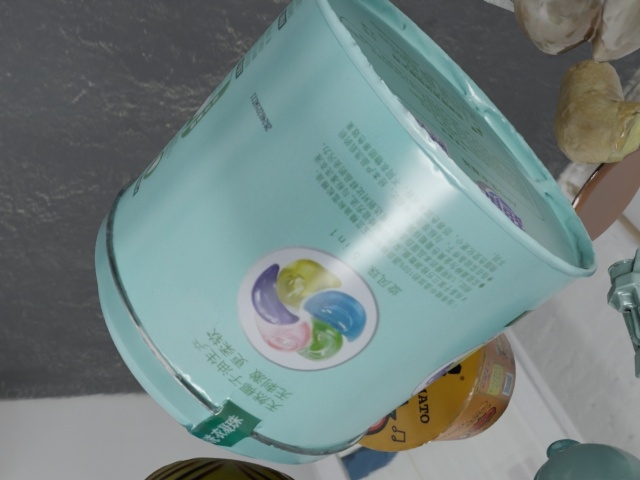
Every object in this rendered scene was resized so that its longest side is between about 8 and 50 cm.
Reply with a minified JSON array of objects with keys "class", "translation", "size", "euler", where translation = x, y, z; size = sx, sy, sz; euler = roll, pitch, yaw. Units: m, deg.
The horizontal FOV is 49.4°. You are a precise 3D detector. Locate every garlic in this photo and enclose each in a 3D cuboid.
[{"class":"garlic","translation":[0.294,-0.350,0.773],"size":[0.132,0.279,0.325],"euler":[-28,164,-37]}]

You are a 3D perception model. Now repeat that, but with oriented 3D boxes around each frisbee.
[{"class":"frisbee","translation":[0.556,-0.083,1.352],"size":[0.250,0.021,0.251],"euler":[-29,143,-25]}]

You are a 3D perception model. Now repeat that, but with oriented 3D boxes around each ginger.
[{"class":"ginger","translation":[0.481,-0.219,1.219],"size":[0.152,0.267,0.138],"euler":[-23,129,18]}]

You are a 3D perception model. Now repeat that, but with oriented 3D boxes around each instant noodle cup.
[{"class":"instant noodle cup","translation":[0.122,0.143,0.816],"size":[0.216,0.216,0.172],"euler":[-41,143,16]}]

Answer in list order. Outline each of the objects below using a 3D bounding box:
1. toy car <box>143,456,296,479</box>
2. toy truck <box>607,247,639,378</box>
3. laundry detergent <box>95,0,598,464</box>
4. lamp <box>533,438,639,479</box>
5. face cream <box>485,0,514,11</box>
[{"class":"toy car","translation":[-0.078,0.262,0.516],"size":[0.200,0.248,0.142],"euler":[9,125,-11]},{"class":"toy truck","translation":[0.391,0.081,0.607],"size":[0.256,0.140,0.108],"euler":[2,148,10]},{"class":"laundry detergent","translation":[0.000,0.000,0.552],"size":[0.287,0.287,0.305],"euler":[26,122,-38]},{"class":"lamp","translation":[0.481,0.439,1.145],"size":[0.209,0.284,0.147],"euler":[-36,140,-32]},{"class":"face cream","translation":[0.371,-0.517,1.472],"size":[0.130,0.034,0.034],"euler":[23,128,7]}]
